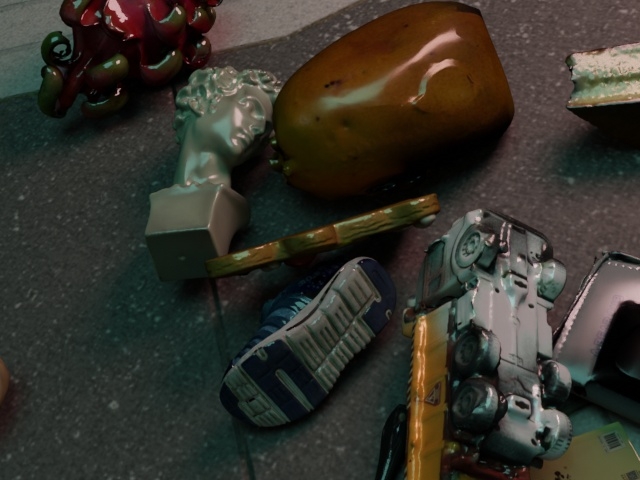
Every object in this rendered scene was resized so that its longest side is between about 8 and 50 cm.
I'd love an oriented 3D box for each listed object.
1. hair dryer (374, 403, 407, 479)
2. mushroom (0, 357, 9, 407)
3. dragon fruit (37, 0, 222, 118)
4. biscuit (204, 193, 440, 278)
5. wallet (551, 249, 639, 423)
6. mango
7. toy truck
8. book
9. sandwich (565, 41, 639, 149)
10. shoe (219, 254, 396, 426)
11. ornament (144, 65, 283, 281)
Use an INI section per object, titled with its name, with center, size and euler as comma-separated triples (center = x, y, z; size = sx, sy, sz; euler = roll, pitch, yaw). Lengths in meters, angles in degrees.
[hair dryer]
center = 0.094, 0.195, 0.863
size = 0.083, 0.031, 0.079
euler = 12, 68, 15
[mushroom]
center = -0.513, 0.214, 0.964
size = 0.397, 0.126, 0.177
euler = -35, 62, -12
[dragon fruit]
center = -0.247, -0.284, 1.234
size = 0.198, 0.218, 0.273
euler = -23, 43, 49
[biscuit]
center = 0.001, 0.002, 0.966
size = 0.240, 0.158, 0.035
euler = -17, 90, -7
[wallet]
center = 0.324, 0.098, 0.838
size = 0.230, 0.069, 0.170
euler = 22, 63, 26
[mango]
center = 0.072, -0.154, 1.056
size = 0.287, 0.153, 0.201
euler = -31, 41, -12
[toy truck]
center = 0.141, 0.110, 0.832
size = 0.114, 0.135, 0.271
euler = 24, 52, -22
[book]
center = 0.224, 0.209, 0.817
size = 0.110, 0.014, 0.077
euler = -20, 49, 0
[sandwich]
center = 0.390, -0.160, 1.004
size = 0.257, 0.096, 0.094
euler = -3, 59, 12
[shoe]
center = -0.020, 0.094, 0.941
size = 0.207, 0.091, 0.106
euler = -45, 26, -17
[ornament]
center = -0.129, -0.077, 1.076
size = 0.130, 0.120, 0.285
euler = 8, 58, 15
